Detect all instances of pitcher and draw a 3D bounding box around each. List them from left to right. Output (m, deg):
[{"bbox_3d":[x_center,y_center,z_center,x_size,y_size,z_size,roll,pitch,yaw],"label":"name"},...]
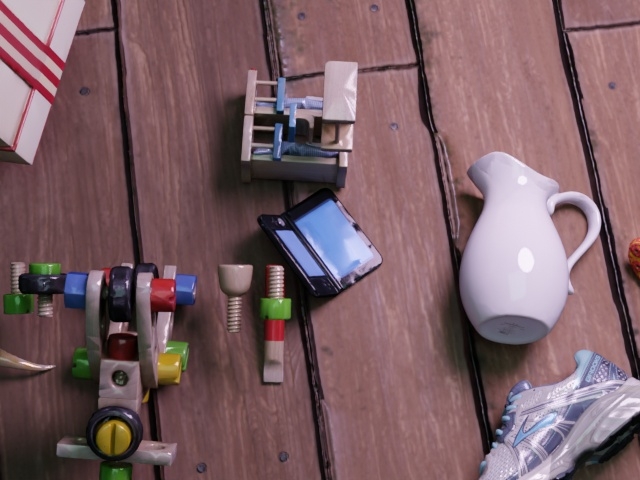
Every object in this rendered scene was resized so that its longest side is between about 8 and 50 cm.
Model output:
[{"bbox_3d":[0.252,0.017,1.481,0.178,0.125,0.207,14,61,-13],"label":"pitcher"}]

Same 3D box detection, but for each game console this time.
[{"bbox_3d":[0.000,0.000,1.498,0.071,0.107,0.122,-41,76,16],"label":"game console"}]

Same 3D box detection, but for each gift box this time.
[{"bbox_3d":[-0.455,-0.246,1.471,0.276,0.258,0.255,12,74,23],"label":"gift box"}]

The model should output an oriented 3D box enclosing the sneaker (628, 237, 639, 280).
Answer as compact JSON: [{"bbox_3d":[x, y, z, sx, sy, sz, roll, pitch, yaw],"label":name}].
[{"bbox_3d":[0.447,0.048,1.508,0.175,0.064,0.067,34,55,3],"label":"sneaker"}]

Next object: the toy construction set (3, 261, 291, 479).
[{"bbox_3d":[-0.176,0.144,1.401,0.309,0.257,0.237,0,90,-25],"label":"toy construction set"}]

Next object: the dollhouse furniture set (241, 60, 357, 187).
[{"bbox_3d":[-0.026,-0.160,1.482,0.129,0.183,0.129,3,68,-1],"label":"dollhouse furniture set"}]

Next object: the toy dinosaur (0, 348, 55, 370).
[{"bbox_3d":[-0.408,0.130,1.453,0.183,0.053,0.092,27,72,7],"label":"toy dinosaur"}]

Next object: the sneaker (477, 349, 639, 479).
[{"bbox_3d":[0.241,0.233,1.429,0.283,0.110,0.122,-34,59,-14],"label":"sneaker"}]
